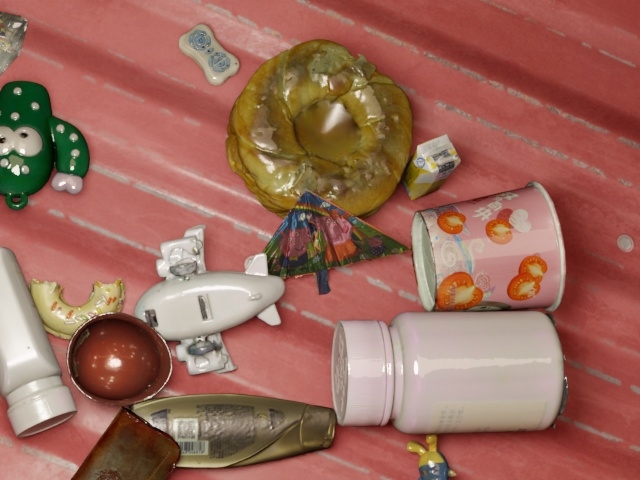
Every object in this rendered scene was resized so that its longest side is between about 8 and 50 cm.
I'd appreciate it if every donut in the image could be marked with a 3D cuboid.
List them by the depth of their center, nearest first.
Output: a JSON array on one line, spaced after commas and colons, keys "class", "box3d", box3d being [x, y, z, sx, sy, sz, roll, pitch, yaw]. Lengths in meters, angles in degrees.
[{"class": "donut", "box3d": [-0.422, 0.116, 1.853, 0.165, 0.065, 0.108, 3, 73, -10]}, {"class": "donut", "box3d": [-0.001, -0.201, 1.988, 0.360, 0.170, 0.361, 4, 75, -14]}]

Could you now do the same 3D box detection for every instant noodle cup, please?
[{"class": "instant noodle cup", "box3d": [0.295, 0.023, 1.947, 0.231, 0.243, 0.243, -7, 74, -7]}]

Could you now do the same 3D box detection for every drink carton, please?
[{"class": "drink carton", "box3d": [0.207, -0.143, 1.991, 0.084, 0.200, 0.075, -20, 76, -17]}]

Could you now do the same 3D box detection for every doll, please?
[{"class": "doll", "box3d": [0.200, 0.430, 1.873, 0.089, 0.102, 0.179, -7, 69, -54]}]

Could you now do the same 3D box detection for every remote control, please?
[{"class": "remote control", "box3d": [-0.214, -0.357, 2.062, 0.074, 0.032, 0.122, -41, 85, -20]}]

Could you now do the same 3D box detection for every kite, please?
[{"class": "kite", "box3d": [0.000, 0.000, 1.917, 0.321, 0.234, 0.016, -13, 33, -1]}, {"class": "kite", "box3d": [-0.671, -0.398, 1.993, 0.245, 0.015, 0.141, 23, 67, -4]}]

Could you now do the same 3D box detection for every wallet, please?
[{"class": "wallet", "box3d": [-0.339, 0.406, 1.749, 0.137, 0.031, 0.255, 36, 93, -4]}]

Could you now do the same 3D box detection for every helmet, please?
[{"class": "helmet", "box3d": [-0.342, 0.204, 1.820, 0.175, 0.106, 0.155, 5, 78, -13]}]

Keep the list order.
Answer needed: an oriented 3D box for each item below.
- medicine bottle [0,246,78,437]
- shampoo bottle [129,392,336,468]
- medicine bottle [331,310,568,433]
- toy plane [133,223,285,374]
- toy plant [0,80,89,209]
[{"class": "medicine bottle", "box3d": [-0.503, 0.168, 1.771, 0.111, 0.161, 0.296, -23, 80, -16]}, {"class": "shampoo bottle", "box3d": [-0.149, 0.323, 1.834, 0.350, 0.084, 0.126, 0, 81, -12]}, {"class": "medicine bottle", "box3d": [0.218, 0.228, 1.866, 0.378, 0.213, 0.214, 1, 73, -9]}, {"class": "toy plane", "box3d": [-0.192, 0.105, 1.866, 0.266, 0.122, 0.267, -1, 97, -7]}, {"class": "toy plant", "box3d": [-0.535, -0.163, 1.895, 0.232, 0.112, 0.243, -23, 73, -19]}]
